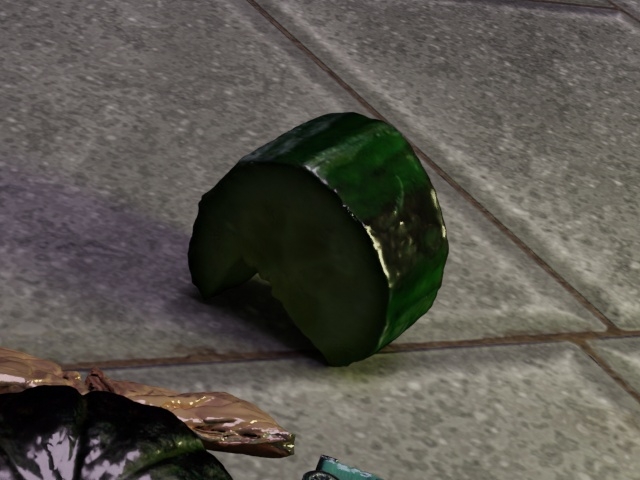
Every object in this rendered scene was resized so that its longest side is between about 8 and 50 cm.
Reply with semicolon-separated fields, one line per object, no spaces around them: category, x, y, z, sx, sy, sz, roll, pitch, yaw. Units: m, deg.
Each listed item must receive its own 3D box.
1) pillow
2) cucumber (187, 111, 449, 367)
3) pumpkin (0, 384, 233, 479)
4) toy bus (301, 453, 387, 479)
pillow;-0.135;0.095;0.888;0.232;0.043;0.126;10;-1;-11
cucumber;0.006;-0.005;1.223;0.191;0.191;0.130;28;36;20
pumpkin;-0.134;0.178;0.749;0.220;0.162;0.221;9;49;-11
toy bus;0.014;0.208;0.912;0.091;0.079;0.160;19;24;0
